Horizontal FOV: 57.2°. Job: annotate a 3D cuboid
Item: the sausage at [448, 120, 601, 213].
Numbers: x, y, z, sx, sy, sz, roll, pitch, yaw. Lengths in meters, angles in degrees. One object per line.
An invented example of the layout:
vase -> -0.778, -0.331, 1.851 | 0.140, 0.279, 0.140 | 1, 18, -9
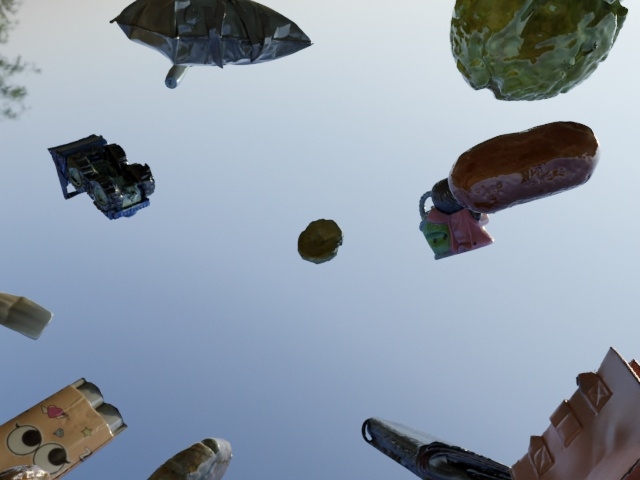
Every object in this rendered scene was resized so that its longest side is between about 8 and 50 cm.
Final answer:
sausage -> 0.354, -0.130, 1.031 | 0.258, 0.133, 0.133 | -15, -154, 22

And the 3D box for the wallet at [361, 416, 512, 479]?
wallet -> 0.228, 0.389, 1.040 | 0.221, 0.262, 0.071 | -17, -124, 68

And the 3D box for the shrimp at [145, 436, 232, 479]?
shrimp -> -0.320, 0.527, 1.025 | 0.110, 0.221, 0.445 | 35, -117, 20

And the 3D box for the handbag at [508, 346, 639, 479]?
handbag -> 0.308, 0.242, 0.663 | 0.059, 0.212, 0.157 | 27, -161, -7

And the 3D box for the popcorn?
popcorn -> 0.245, -0.258, 0.666 | 0.198, 0.198, 0.212 | 0, -127, 30

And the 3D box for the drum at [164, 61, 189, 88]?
drum -> -0.291, -0.369, 1.202 | 0.130, 0.049, 0.253 | -3, -143, 25

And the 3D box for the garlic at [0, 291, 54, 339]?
garlic -> -0.308, 0.035, 0.481 | 0.194, 0.127, 0.131 | 11, -110, 2

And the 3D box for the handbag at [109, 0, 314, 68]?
handbag -> -0.157, -0.317, 0.893 | 0.270, 0.117, 0.182 | -10, -148, -35

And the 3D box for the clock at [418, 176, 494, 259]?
clock -> 0.329, -0.059, 1.485 | 0.100, 0.195, 0.194 | -20, 180, -37

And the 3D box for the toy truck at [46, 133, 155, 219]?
toy truck -> -0.436, -0.122, 1.172 | 0.208, 0.126, 0.113 | 37, -136, 22

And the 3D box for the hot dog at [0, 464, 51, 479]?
hot dog -> -0.470, 0.434, 0.787 | 0.122, 0.196, 0.272 | -5, -166, 42

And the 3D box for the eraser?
eraser -> -0.594, 0.440, 1.290 | 0.087, 0.171, 0.290 | -52, 168, 33

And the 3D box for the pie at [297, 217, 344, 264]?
pie -> 0.000, 0.000, 0.970 | 0.084, 0.020, 0.084 | -9, -120, 16
